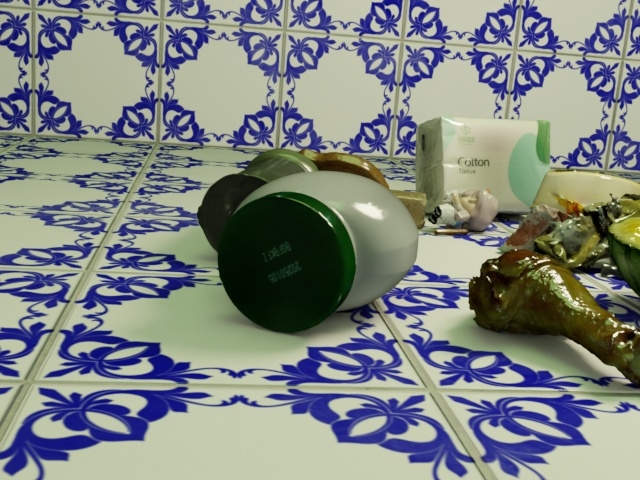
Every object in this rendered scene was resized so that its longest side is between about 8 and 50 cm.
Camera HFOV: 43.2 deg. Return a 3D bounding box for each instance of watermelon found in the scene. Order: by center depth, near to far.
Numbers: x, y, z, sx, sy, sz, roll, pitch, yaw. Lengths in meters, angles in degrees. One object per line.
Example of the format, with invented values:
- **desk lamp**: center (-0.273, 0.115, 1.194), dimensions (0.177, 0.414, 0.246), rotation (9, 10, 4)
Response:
- **watermelon**: center (0.676, 0.055, 1.429), dimensions (0.330, 0.190, 0.331), rotation (-8, 7, 1)
- **watermelon**: center (0.496, -0.025, 1.830), dimensions (0.187, 0.139, 0.071), rotation (-30, 58, -11)

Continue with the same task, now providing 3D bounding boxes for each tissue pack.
- **tissue pack**: center (0.458, -0.204, 2.265), dimensions (0.356, 0.266, 0.194), rotation (-1, 1, -20)

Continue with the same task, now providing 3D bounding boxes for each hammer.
- **hammer**: center (0.674, 0.049, 1.805), dimensions (0.103, 0.029, 0.246), rotation (8, 12, 14)

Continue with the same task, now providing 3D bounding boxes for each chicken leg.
- **chicken leg**: center (0.342, 0.096, 1.223), dimensions (0.211, 0.140, 0.361), rotation (10, 7, -15)

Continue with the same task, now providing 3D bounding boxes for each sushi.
- **sushi**: center (0.590, -0.021, 1.775), dimensions (0.291, 0.131, 0.139), rotation (-30, 15, -11)

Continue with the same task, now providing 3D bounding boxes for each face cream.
- **face cream**: center (0.000, 0.000, 1.341), dimensions (0.312, 0.220, 0.357), rotation (9, 14, 19)

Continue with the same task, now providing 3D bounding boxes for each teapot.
- **teapot**: center (-0.090, -0.068, 1.670), dimensions (0.270, 0.200, 0.337), rotation (6, 15, 11)

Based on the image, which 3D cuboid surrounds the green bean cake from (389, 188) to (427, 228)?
- **green bean cake**: center (0.184, -0.086, 2.089), dimensions (0.179, 0.085, 0.109), rotation (7, 14, 5)

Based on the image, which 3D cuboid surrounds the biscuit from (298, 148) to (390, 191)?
- **biscuit**: center (0.042, -0.113, 1.894), dimensions (0.257, 0.049, 0.273), rotation (14, -30, 14)

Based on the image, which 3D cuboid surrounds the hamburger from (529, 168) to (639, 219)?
- **hamburger**: center (0.663, -0.073, 1.990), dimensions (0.275, 0.179, 0.294), rotation (12, 5, -7)

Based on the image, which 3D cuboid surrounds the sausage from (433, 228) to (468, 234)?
- **sausage**: center (0.325, -0.021, 2.010), dimensions (0.100, 0.015, 0.015), rotation (0, 14, -19)

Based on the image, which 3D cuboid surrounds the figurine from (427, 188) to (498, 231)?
- **figurine**: center (0.374, -0.076, 2.057), dimensions (0.229, 0.137, 0.112), rotation (-9, 50, -35)
